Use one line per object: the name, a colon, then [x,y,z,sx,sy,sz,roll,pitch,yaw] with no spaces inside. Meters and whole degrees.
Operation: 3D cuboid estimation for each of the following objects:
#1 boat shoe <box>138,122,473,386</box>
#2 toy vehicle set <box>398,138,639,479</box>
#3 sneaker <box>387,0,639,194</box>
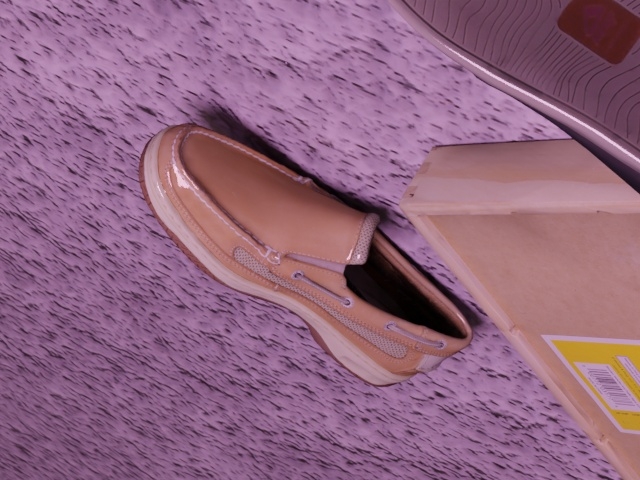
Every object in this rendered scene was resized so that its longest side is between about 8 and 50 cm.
boat shoe: [0.000,0.000,0.915,0.190,0.068,0.072,36,144,-29]
toy vehicle set: [0.169,0.057,0.839,0.166,0.035,0.267,1,141,48]
sneaker: [0.090,-0.069,0.657,0.222,0.083,0.118,43,180,11]
